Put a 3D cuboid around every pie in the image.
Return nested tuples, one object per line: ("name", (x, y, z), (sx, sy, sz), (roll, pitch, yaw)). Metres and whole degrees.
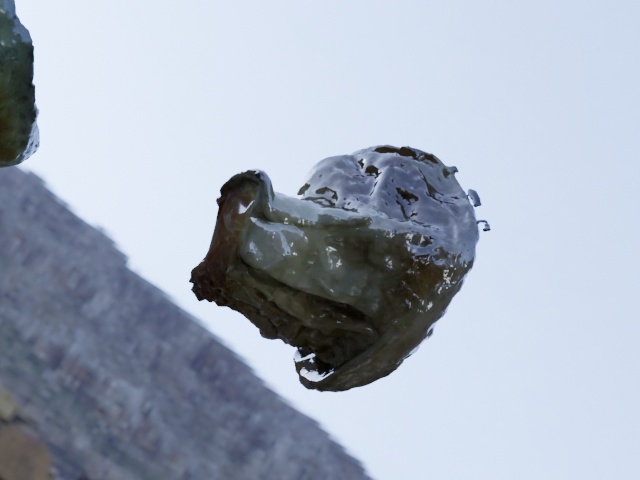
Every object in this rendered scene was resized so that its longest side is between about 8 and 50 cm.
("pie", (-0.250, -0.161, 1.096), (0.240, 0.054, 0.240), (55, -21, 33))

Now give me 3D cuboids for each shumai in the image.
("shumai", (0.000, 0.003, 0.792), (0.116, 0.145, 0.145), (32, -32, -22))
